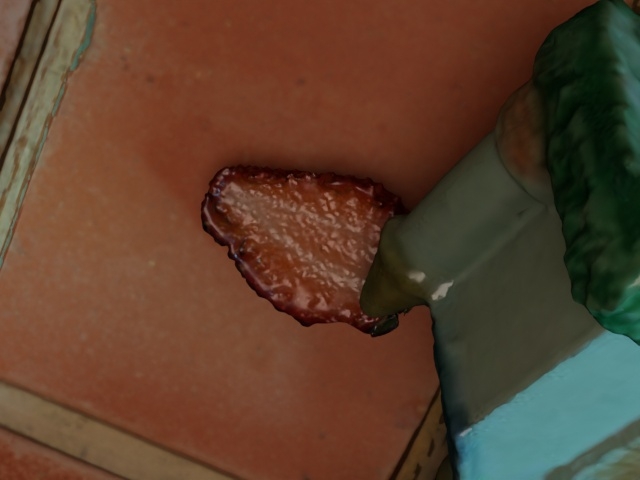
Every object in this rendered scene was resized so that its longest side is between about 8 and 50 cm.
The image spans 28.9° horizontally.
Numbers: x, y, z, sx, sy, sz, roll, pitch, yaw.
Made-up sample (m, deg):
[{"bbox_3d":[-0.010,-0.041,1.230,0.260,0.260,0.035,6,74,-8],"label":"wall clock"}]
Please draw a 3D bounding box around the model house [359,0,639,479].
[{"bbox_3d":[0.150,0.063,0.713,0.267,0.194,0.325,18,134,-30],"label":"model house"}]

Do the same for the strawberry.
[{"bbox_3d":[0.001,-0.001,0.761,0.152,0.048,0.104,32,110,-1],"label":"strawberry"}]
